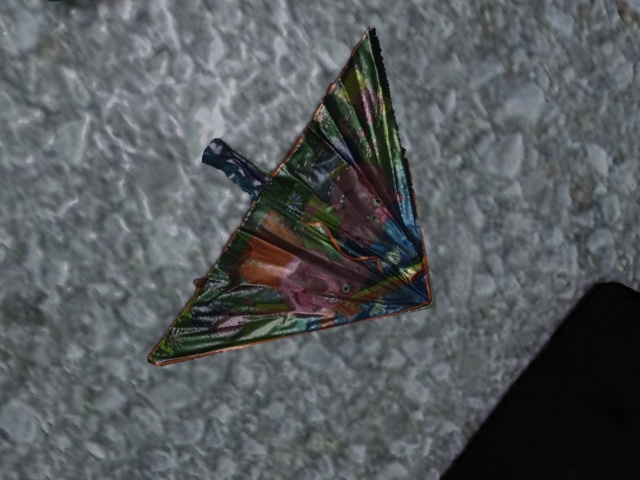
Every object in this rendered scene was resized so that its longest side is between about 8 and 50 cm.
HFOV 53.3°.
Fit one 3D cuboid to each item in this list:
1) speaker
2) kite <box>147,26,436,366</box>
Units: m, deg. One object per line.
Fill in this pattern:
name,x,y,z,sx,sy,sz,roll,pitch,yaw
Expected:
speaker,0.253,0.212,0.528,0.184,0.180,0.388,36,94,-21
kite,0.000,0.000,0.517,0.234,0.016,0.321,33,95,-17
